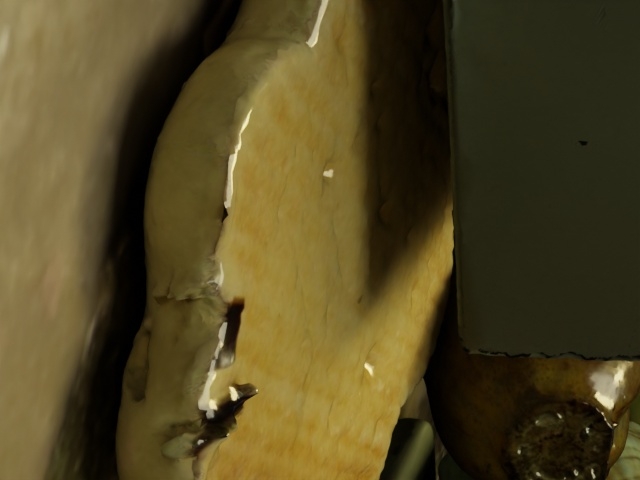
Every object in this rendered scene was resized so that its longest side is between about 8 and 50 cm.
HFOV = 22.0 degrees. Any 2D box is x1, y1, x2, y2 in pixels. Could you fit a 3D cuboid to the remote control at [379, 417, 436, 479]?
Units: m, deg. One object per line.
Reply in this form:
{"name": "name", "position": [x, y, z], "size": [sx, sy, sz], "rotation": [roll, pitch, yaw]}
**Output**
{"name": "remote control", "position": [0.047, 0.229, 0.988], "size": [0.090, 0.038, 0.310], "rotation": [-59, 154, -44]}

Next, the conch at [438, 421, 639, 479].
{"name": "conch", "position": [0.130, 0.187, 0.885], "size": [0.386, 0.169, 0.203], "rotation": [53, 47, -83]}

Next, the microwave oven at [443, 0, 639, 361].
{"name": "microwave oven", "position": [0.181, -0.148, 0.719], "size": [0.355, 0.218, 0.286], "rotation": [-72, 159, -54]}

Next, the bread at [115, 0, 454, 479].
{"name": "bread", "position": [0.000, 0.000, 0.671], "size": [0.316, 0.054, 0.316], "rotation": [12, 90, -70]}

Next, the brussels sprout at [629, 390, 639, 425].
{"name": "brussels sprout", "position": [0.242, 0.047, 1.085], "size": [0.328, 0.247, 0.328], "rotation": [-8, 104, -37]}

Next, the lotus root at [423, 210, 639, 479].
{"name": "lotus root", "position": [0.110, 0.040, 0.869], "size": [0.241, 0.123, 0.124], "rotation": [-75, 170, -61]}
